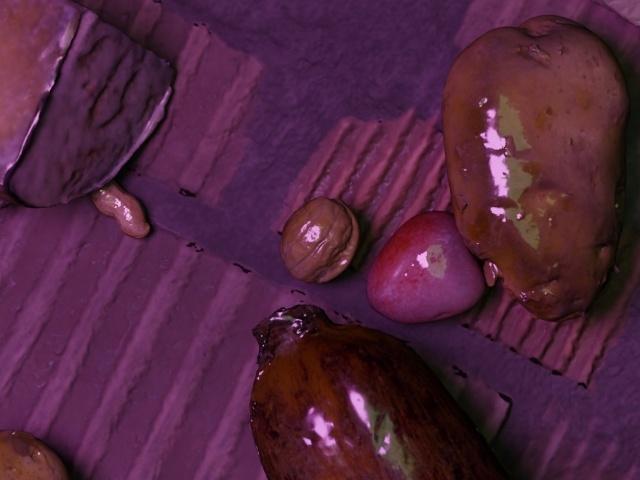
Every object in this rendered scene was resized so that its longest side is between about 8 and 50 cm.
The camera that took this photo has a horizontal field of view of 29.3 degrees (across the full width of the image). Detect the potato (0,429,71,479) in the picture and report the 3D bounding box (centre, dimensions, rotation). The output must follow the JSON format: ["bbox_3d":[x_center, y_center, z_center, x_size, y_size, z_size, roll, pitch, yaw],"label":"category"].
[{"bbox_3d":[-0.337,0.299,1.170,0.248,0.143,0.169,-47,53,6],"label":"potato"}]

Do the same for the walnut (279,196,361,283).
[{"bbox_3d":[0.000,0.000,1.202,0.092,0.092,0.092,0,88,2],"label":"walnut"}]

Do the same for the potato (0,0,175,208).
[{"bbox_3d":[-0.311,-0.162,1.185,0.264,0.211,0.189,31,92,15],"label":"potato"}]

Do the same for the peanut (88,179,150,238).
[{"bbox_3d":[-0.204,-0.036,1.235,0.083,0.037,0.037,44,90,5],"label":"peanut"}]

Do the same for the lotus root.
[{"bbox_3d":[0.070,0.230,1.142,0.196,0.179,0.397,-34,88,-2],"label":"lotus root"}]

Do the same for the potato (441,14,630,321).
[{"bbox_3d":[0.206,-0.069,1.167,0.192,0.141,0.296,-1,81,-25],"label":"potato"}]

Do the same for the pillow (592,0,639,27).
[{"bbox_3d":[0.276,-0.389,1.213,0.281,0.076,0.274,31,87,3],"label":"pillow"}]

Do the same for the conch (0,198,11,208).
[{"bbox_3d":[-0.394,-0.084,1.187,0.245,0.163,0.178,3,83,-35],"label":"conch"}]

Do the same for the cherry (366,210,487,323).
[{"bbox_3d":[0.108,0.033,1.196,0.106,0.087,0.126,43,87,7],"label":"cherry"}]
